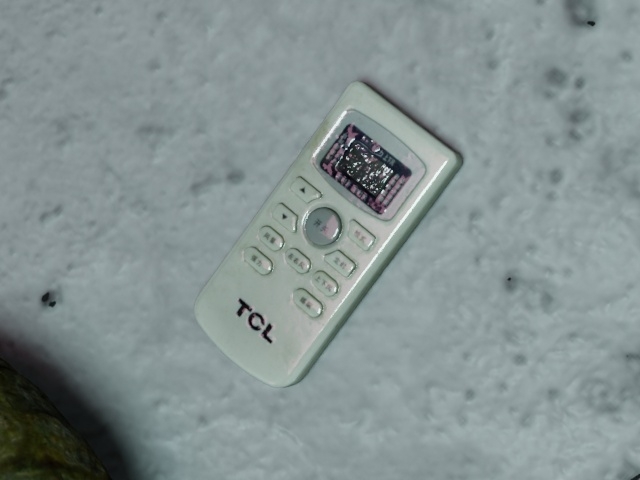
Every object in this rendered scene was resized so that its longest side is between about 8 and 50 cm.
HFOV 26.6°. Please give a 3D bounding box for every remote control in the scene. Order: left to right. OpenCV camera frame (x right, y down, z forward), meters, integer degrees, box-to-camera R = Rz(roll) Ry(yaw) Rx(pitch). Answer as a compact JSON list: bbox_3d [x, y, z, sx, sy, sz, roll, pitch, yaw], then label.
[{"bbox_3d":[0.000,0.000,0.838,0.087,0.029,0.190,41,102,18],"label":"remote control"}]

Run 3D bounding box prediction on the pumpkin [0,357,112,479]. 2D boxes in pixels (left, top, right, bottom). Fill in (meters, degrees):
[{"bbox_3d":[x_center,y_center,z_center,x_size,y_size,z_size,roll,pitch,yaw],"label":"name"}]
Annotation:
[{"bbox_3d":[-0.303,0.160,0.819,0.325,0.242,0.232,-29,62,-6],"label":"pumpkin"}]
